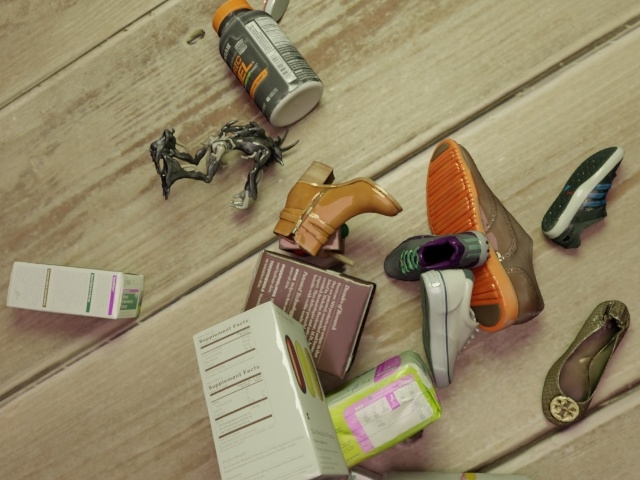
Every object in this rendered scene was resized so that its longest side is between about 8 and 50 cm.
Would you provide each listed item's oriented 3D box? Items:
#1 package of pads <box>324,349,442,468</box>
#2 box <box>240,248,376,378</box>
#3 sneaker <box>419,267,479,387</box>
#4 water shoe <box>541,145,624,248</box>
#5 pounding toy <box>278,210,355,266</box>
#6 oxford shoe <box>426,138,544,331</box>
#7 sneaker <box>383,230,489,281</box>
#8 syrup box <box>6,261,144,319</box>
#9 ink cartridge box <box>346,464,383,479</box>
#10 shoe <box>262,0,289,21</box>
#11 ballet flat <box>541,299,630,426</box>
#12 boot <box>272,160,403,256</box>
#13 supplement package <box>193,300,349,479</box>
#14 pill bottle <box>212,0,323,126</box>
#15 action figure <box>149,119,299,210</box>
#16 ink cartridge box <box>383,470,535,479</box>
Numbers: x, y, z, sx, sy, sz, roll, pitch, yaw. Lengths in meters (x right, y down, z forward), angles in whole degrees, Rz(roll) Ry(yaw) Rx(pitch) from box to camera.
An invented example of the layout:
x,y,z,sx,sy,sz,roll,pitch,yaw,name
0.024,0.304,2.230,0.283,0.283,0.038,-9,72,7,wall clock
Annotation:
x,y,z,sx,sy,sz,roll,pitch,yaw,name
0.056,0.302,0.887,0.297,0.229,0.101,-30,81,5,package of pads
-0.020,0.127,0.944,0.203,0.168,0.167,17,88,9,box
0.226,0.158,0.892,0.091,0.094,0.258,-9,127,1,sneaker
0.490,-0.077,0.952,0.080,0.073,0.203,37,95,-12,water shoe
0.000,0.000,0.973,0.141,0.130,0.100,1,85,8,pounding toy
0.299,-0.019,0.958,0.133,0.130,0.363,-7,75,-25,oxford shoe
0.176,0.024,0.909,0.224,0.098,0.083,-20,75,48,sneaker
-0.491,0.101,1.052,0.237,0.093,0.096,6,85,8,syrup box
0.131,0.538,0.945,0.225,0.056,0.181,19,88,11,ink cartridge box
-0.100,-0.538,1.075,0.081,0.063,0.178,20,82,11,shoe
0.473,0.217,0.921,0.084,0.058,0.249,31,90,10,ballet flat
0.027,-0.038,0.887,0.197,0.073,0.152,23,75,27,boot
-0.073,0.236,0.751,0.134,0.139,0.244,-24,61,8,supplement package
-0.112,-0.356,1.023,0.130,0.130,0.245,-36,80,3,pill bottle
-0.181,-0.154,1.011,0.276,0.141,0.164,-11,49,-29,action figure
0.247,0.504,0.834,0.270,0.197,0.198,4,85,-3,ink cartridge box
